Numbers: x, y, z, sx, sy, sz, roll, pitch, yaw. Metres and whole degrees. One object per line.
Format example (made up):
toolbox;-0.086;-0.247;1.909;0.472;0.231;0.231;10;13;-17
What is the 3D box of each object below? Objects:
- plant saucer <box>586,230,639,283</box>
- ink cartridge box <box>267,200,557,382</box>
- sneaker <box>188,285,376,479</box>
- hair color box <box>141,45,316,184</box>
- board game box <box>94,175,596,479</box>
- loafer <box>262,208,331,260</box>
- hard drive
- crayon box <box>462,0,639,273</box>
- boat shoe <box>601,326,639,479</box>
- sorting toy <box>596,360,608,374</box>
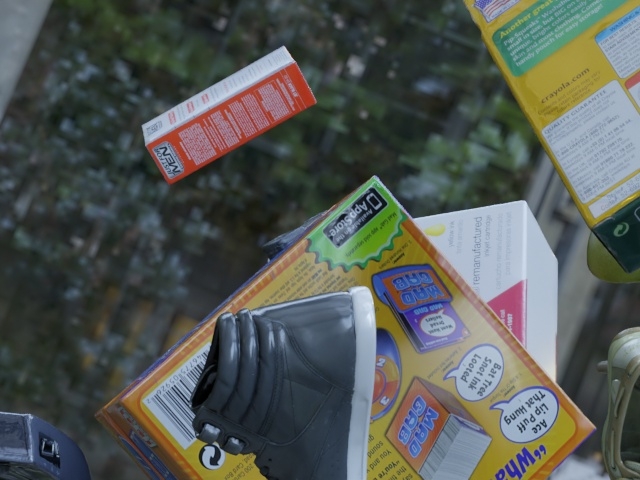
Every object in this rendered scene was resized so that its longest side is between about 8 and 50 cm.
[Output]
plant saucer;0.370;-0.043;1.729;0.037;0.241;0.241;58;-20;-18
ink cartridge box;0.117;0.125;2.331;0.384;0.279;0.160;-10;-36;21
sneaker;-0.036;0.179;1.403;0.146;0.296;0.104;1;16;-6
hair color box;-0.078;-0.105;1.429;0.043;0.141;0.072;61;1;-19
board game box;0.010;0.202;1.889;0.356;0.356;0.356;49;-15;-1
loafer;0.000;0.000;2.244;0.062;0.170;0.061;-19;-81;58
hard drive;-0.295;0.197;1.523;0.172;0.054;0.255;5;-19;7
crayon box;0.273;-0.150;1.470;0.083;0.203;0.323;43;18;-43
boat shoe;0.221;0.133;1.156;0.056;0.153;0.048;-3;29;3
sorting toy;0.326;0.197;1.487;0.229;0.041;0.307;60;-13;-2
